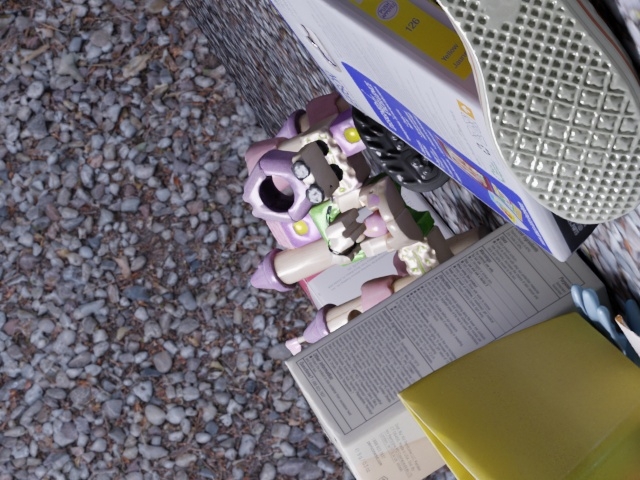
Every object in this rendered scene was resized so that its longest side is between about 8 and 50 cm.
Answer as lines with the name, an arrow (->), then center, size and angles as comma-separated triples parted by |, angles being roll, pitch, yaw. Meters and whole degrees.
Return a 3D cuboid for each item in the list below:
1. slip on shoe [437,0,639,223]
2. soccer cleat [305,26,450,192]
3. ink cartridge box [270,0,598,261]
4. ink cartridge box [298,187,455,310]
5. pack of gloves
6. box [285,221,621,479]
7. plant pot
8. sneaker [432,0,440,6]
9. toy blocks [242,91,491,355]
slip on shoe -> 0.156, -0.155, 1.270 | 0.331, 0.123, 0.101 | 57, -154, -22
soccer cleat -> 0.061, -0.196, 1.908 | 0.318, 0.109, 0.116 | 59, -172, 9
ink cartridge box -> 0.094, -0.139, 1.531 | 0.307, 0.072, 0.303 | 41, 177, 30
ink cartridge box -> 0.116, 0.084, 2.338 | 0.283, 0.207, 0.117 | 54, 174, 41
pack of gloves -> 0.335, 0.133, 1.620 | 0.232, 0.046, 0.195 | 53, 173, -29
box -> 0.139, 0.118, 1.759 | 0.148, 0.311, 0.121 | 55, 174, 44
plant pot -> 0.235, 0.198, 1.641 | 0.212, 0.187, 0.212 | 45, 173, 44
sneaker -> 0.066, -0.262, 1.549 | 0.106, 0.078, 0.234 | 54, 175, 20
toy blocks -> 0.000, 0.000, 2.011 | 0.288, 0.260, 0.309 | 60, -148, -12
